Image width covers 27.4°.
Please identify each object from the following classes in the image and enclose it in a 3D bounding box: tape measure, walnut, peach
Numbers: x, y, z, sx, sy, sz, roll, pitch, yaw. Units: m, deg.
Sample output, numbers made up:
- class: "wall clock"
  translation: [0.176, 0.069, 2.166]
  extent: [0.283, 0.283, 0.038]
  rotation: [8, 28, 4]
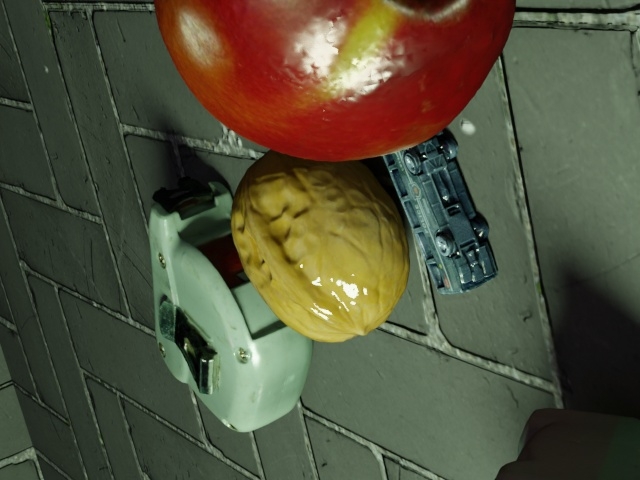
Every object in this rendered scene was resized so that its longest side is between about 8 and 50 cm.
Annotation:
- class: "tape measure"
  translation: [-0.117, 0.088, 1.550]
  extent: [0.246, 0.125, 0.243]
  rotation: [44, 145, 39]
- class: "walnut"
  translation: [0.000, 0.000, 1.247]
  extent: [0.207, 0.159, 0.159]
  rotation: [63, 153, 19]
- class: "peach"
  translation: [0.005, -0.156, 0.998]
  extent: [0.361, 0.257, 0.201]
  rotation: [-35, 73, 59]

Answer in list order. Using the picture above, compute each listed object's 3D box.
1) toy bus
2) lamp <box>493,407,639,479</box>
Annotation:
- class: "toy bus"
  translation: [0.100, -0.034, 1.154]
  extent: [0.065, 0.047, 0.166]
  rotation: [-15, 97, 66]
- class: "lamp"
  translation: [0.240, 0.300, 1.020]
  extent: [0.247, 0.247, 0.301]
  rotation: [3, 106, 17]
